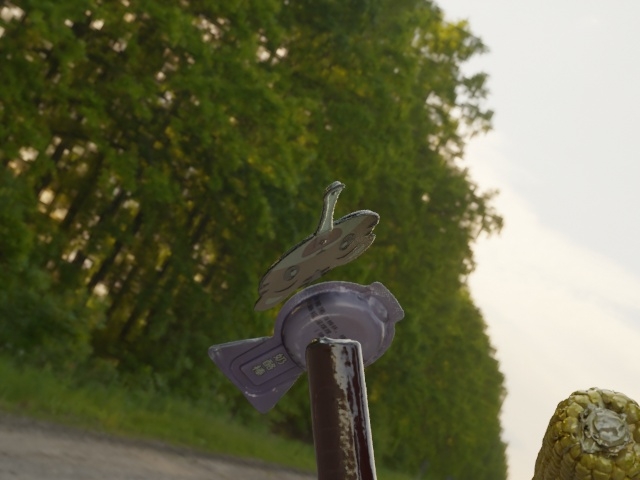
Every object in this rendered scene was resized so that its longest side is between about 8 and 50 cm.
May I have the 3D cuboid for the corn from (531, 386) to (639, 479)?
[{"bbox_3d":[0.184,0.162,0.675,0.072,0.072,0.203,24,-24,18],"label":"corn"}]

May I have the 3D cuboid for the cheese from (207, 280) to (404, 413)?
[{"bbox_3d":[-0.010,0.096,0.919,0.105,0.190,0.042,52,22,-23],"label":"cheese"}]

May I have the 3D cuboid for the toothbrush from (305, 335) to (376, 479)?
[{"bbox_3d":[0.026,0.244,0.634,0.040,0.364,0.041,-6,-11,-1],"label":"toothbrush"}]

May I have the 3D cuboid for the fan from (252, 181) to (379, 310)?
[{"bbox_3d":[0.000,0.000,0.945,0.008,0.152,0.227,56,-17,18],"label":"fan"}]
